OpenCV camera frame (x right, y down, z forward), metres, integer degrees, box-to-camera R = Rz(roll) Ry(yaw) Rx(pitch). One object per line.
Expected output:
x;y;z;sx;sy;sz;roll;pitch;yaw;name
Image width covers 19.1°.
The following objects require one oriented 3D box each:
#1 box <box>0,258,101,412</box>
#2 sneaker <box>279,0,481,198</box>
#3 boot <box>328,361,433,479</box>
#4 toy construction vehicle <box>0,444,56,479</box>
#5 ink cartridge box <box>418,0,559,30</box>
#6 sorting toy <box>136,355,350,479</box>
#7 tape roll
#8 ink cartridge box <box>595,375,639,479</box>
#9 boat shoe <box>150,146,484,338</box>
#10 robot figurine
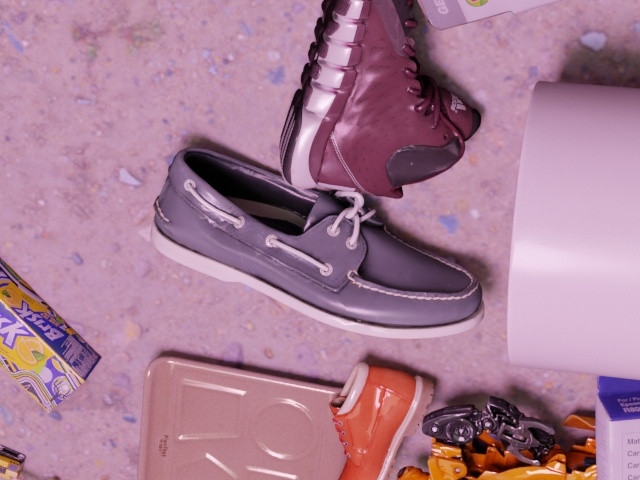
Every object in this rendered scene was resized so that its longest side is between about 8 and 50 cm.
-0.299;0.083;1.858;0.059;0.054;0.169;-40;99;25;box
0.076;-0.160;1.653;0.162;0.106;0.281;15;118;-10;sneaker
0.037;0.186;1.815;0.084;0.059;0.158;20;110;-15;boot
-0.325;0.261;1.953;0.098;0.035;0.086;25;117;1;toy construction vehicle
0.160;-0.345;1.472;0.271;0.130;0.309;-14;127;19;ink cartridge box
-0.074;0.211;1.876;0.208;0.038;0.193;8;115;4;sorting toy
0.252;-0.006;1.585;0.169;0.246;0.246;5;114;10;tape roll
0.355;0.190;1.692;0.223;0.045;0.224;-6;103;-10;ink cartridge box
0.000;0.000;1.719;0.319;0.116;0.099;18;120;11;boat shoe
0.216;0.247;1.795;0.291;0.085;0.211;11;115;7;robot figurine
